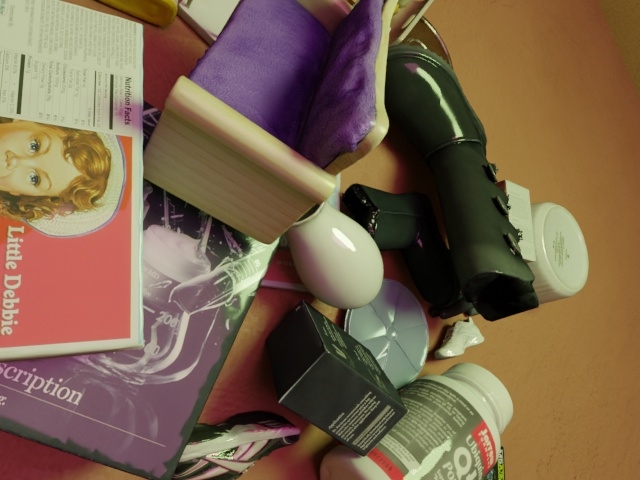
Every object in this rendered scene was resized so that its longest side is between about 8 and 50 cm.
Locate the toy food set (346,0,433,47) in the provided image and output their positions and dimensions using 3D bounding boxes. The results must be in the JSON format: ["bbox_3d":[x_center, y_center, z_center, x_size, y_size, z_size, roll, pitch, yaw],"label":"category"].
[{"bbox_3d":[0.081,-0.545,0.845,0.306,0.092,0.219,36,59,-6],"label":"toy food set"}]

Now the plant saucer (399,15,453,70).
[{"bbox_3d":[0.214,-0.418,0.967,0.311,0.050,0.310,10,73,-34],"label":"plant saucer"}]

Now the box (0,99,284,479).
[{"bbox_3d":[-0.253,0.016,0.432,0.343,0.179,0.312,32,61,-20],"label":"box"}]

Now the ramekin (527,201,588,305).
[{"bbox_3d":[0.551,0.029,1.041,0.273,0.127,0.272,9,73,-34],"label":"ramekin"}]

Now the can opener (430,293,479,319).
[{"bbox_3d":[0.309,0.133,0.886,0.186,0.059,0.073,-10,85,-37],"label":"can opener"}]

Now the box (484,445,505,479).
[{"bbox_3d":[0.281,0.487,0.788,0.184,0.045,0.190,17,68,-33],"label":"box"}]

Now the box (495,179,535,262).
[{"bbox_3d":[0.394,-0.030,0.943,0.091,0.130,0.170,13,71,-32],"label":"box"}]

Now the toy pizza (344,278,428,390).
[{"bbox_3d":[0.119,0.170,0.760,0.202,0.032,0.201,9,74,-32],"label":"toy pizza"}]

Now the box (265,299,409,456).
[{"bbox_3d":[0.016,0.188,0.594,0.158,0.156,0.093,41,93,-20],"label":"box"}]

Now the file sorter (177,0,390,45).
[{"bbox_3d":[-0.046,-0.368,0.692,0.278,0.173,0.192,41,59,-21],"label":"file sorter"}]

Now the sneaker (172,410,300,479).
[{"bbox_3d":[-0.115,0.282,0.555,0.179,0.072,0.077,3,89,-27],"label":"sneaker"}]

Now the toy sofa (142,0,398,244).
[{"bbox_3d":[-0.034,-0.193,0.449,0.150,0.177,0.362,31,46,-21],"label":"toy sofa"}]

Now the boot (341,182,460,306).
[{"bbox_3d":[0.144,0.015,0.775,0.207,0.094,0.246,-2,73,-39],"label":"boot"}]

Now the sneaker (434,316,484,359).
[{"bbox_3d":[0.276,0.202,0.856,0.152,0.054,0.061,-12,76,-43],"label":"sneaker"}]

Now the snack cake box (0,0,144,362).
[{"bbox_3d":[-0.218,-0.046,0.310,0.152,0.089,0.264,3,75,-32],"label":"snack cake box"}]

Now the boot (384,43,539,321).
[{"bbox_3d":[0.238,-0.107,0.772,0.367,0.146,0.444,25,52,-34],"label":"boot"}]

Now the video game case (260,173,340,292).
[{"bbox_3d":[-0.054,-0.059,0.700,0.204,0.025,0.284,12,72,-32],"label":"video game case"}]

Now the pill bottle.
[{"bbox_3d":[0.169,0.328,0.665,0.319,0.176,0.176,-23,92,-37],"label":"pill bottle"}]

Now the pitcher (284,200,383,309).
[{"bbox_3d":[0.000,0.000,0.635,0.126,0.178,0.207,-40,126,-4],"label":"pitcher"}]

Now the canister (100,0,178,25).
[{"bbox_3d":[-0.264,-0.422,0.614,0.126,0.073,0.169,11,73,-33],"label":"canister"}]
